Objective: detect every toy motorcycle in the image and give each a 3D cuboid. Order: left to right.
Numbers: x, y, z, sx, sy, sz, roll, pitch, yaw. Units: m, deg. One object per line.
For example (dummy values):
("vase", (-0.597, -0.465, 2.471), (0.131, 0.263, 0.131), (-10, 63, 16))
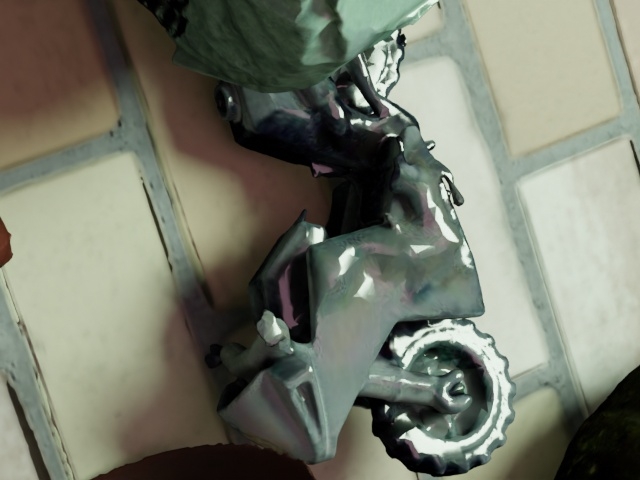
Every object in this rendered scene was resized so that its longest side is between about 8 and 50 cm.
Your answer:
("toy motorcycle", (0.000, 0.000, 0.931), (0.159, 0.106, 0.270), (-18, 86, -21))

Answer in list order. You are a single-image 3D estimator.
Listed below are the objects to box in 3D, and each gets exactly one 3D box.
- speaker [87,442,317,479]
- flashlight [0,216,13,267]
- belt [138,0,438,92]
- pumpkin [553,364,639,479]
("speaker", (-0.035, 0.289, 0.835), (0.198, 0.259, 0.329), (-22, 102, -3))
("flashlight", (-0.226, -0.075, 0.822), (0.093, 0.093, 0.232), (-32, 104, -23))
("belt", (-0.037, -0.191, 0.839), (0.150, 0.207, 0.257), (-35, 74, -19))
("pumpkin", (0.269, 0.189, 1.019), (0.320, 0.192, 0.320), (0, 90, -25))
